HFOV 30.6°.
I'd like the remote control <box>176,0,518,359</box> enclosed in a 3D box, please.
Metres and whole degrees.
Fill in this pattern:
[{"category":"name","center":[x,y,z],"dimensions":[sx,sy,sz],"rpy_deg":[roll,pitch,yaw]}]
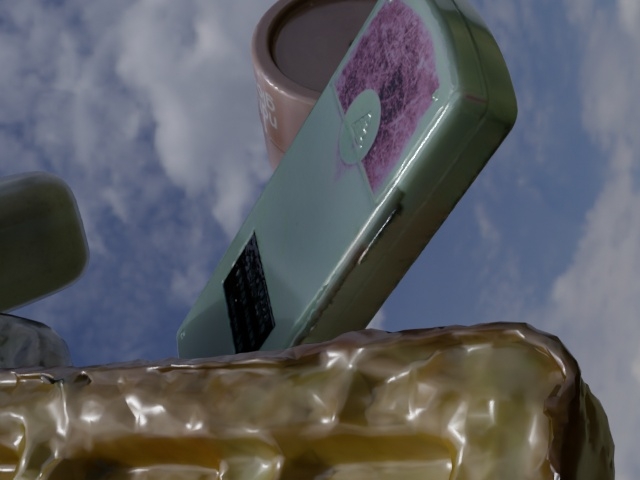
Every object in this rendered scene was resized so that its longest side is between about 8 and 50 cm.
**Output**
[{"category":"remote control","center":[0.001,0.000,0.739],"dimensions":[0.050,0.145,0.344],"rpy_deg":[16,-53,-27]}]

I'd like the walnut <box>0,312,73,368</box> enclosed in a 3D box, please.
[{"category":"walnut","center":[-0.249,0.172,0.740],"dimensions":[0.253,0.277,0.282],"rpy_deg":[-26,-69,-6]}]

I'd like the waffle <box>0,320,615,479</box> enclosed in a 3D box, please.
[{"category":"waffle","center":[-0.057,0.201,0.374],"dimensions":[0.077,0.304,0.348],"rpy_deg":[39,-126,-48]}]

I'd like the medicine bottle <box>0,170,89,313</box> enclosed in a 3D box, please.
[{"category":"medicine bottle","center":[-0.398,0.038,1.011],"dimensions":[0.375,0.282,0.123],"rpy_deg":[-20,-79,-23]}]

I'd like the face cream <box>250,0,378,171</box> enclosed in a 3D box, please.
[{"category":"face cream","center":[0.028,-0.109,0.851],"dimensions":[0.104,0.149,0.149],"rpy_deg":[83,-150,-48]}]
